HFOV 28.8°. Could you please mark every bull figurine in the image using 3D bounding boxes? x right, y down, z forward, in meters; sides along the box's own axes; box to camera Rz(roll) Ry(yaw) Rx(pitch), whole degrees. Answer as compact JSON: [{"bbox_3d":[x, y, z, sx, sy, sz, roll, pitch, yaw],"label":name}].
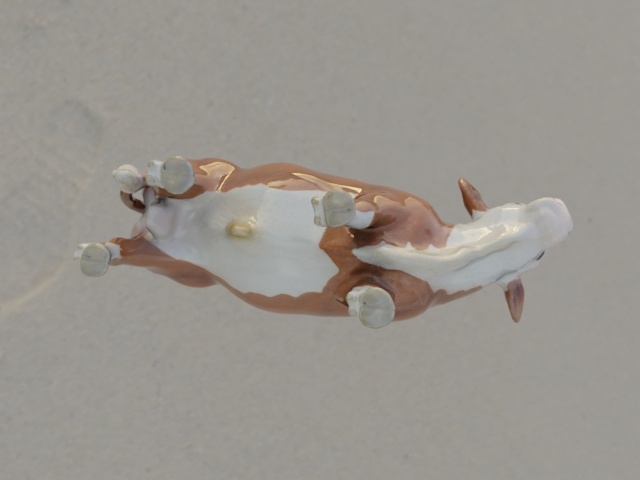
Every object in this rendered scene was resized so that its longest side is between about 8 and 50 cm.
[{"bbox_3d":[0.000,0.000,0.801,0.188,0.310,0.101,3,91,-73],"label":"bull figurine"}]
